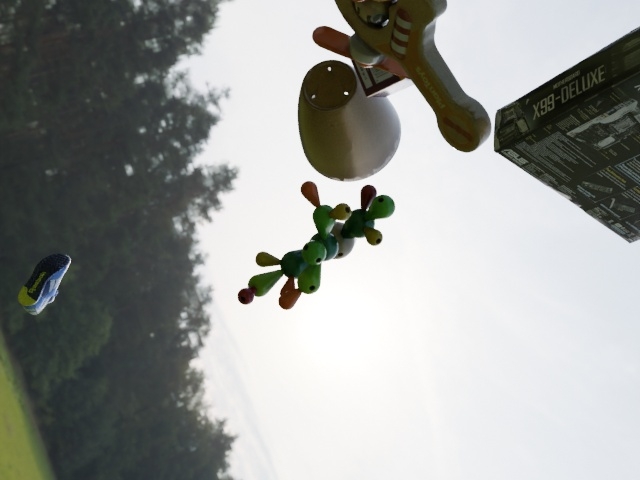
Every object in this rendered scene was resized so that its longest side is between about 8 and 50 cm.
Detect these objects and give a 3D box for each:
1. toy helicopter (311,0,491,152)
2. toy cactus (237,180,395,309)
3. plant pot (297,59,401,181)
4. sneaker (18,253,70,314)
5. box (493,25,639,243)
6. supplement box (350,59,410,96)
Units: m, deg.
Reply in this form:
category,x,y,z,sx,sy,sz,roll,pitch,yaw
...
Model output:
category,x,y,z,sx,sy,sz,roll,pitch,yaw
toy helicopter,0.122,-0.277,1.168,0.355,0.140,0.235,56,-29,-4
toy cactus,0.000,0.000,1.000,0.112,0.219,0.180,48,17,6
plant pot,0.046,-0.283,1.741,0.237,0.237,0.254,61,2,20
sneaker,-0.549,0.086,1.597,0.053,0.144,0.059,17,-39,15
box,0.427,-0.127,1.081,0.242,0.307,0.077,-30,-140,48
supplement box,0.119,-0.331,1.500,0.104,0.080,0.188,67,18,-3
